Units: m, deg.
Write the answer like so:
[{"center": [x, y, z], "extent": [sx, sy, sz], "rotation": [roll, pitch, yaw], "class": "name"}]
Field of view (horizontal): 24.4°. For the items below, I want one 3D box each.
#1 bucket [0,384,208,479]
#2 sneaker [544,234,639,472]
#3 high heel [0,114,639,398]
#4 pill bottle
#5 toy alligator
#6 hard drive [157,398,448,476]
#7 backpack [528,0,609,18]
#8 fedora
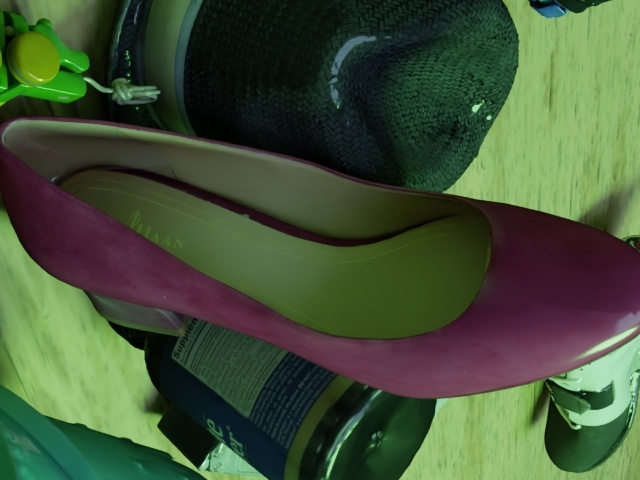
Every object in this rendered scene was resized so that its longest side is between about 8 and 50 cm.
[{"center": [-0.196, 0.218, 0.852], "extent": [0.281, 0.281, 0.183], "rotation": [-55, 139, -1], "class": "bucket"}, {"center": [0.286, 0.129, 1.645], "extent": [0.146, 0.122, 0.330], "rotation": [-7, 128, -31], "class": "sneaker"}, {"center": [0.000, 0.000, 0.847], "extent": [0.181, 0.377, 0.127], "rotation": [64, 29, -57], "class": "high heel"}, {"center": [-0.039, 0.079, 0.995], "extent": [0.123, 0.219, 0.123], "rotation": [-35, 144, -31], "class": "pill bottle"}, {"center": [-0.165, -0.102, 0.803], "extent": [0.189, 0.056, 0.051], "rotation": [-4, 80, -49], "class": "toy alligator"}, {"center": [0.034, 0.096, 1.241], "extent": [0.237, 0.064, 0.339], "rotation": [-52, 154, 7], "class": "hard drive"}, {"center": [0.135, -0.239, 0.901], "extent": [0.173, 0.117, 0.158], "rotation": [29, 58, -34], "class": "backpack"}, {"center": [0.025, -0.121, 0.960], "extent": [0.334, 0.152, 0.334], "rotation": [-36, 145, -32], "class": "fedora"}]
